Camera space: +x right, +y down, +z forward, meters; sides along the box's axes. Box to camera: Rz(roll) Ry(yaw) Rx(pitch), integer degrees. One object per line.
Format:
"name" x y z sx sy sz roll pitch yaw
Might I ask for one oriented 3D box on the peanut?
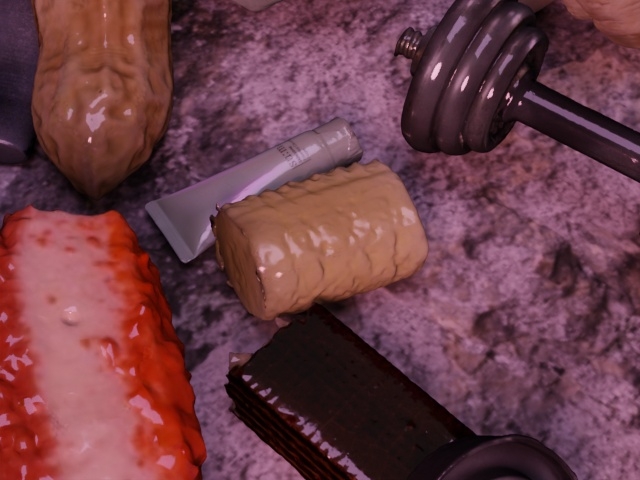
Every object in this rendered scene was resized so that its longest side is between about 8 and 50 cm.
"peanut" -0.206 -0.191 1.241 0.140 0.153 0.325 2 64 -15

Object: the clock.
"clock" 0.123 0.234 0.976 0.184 0.185 0.040 -40 22 -26

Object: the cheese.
"cheese" 0.000 0.000 1.168 0.167 0.094 0.123 -18 48 -20

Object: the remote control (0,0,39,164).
"remote control" -0.299 -0.239 1.342 0.107 0.044 0.378 12 56 -3

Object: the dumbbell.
"dumbbell" 0.247 -0.096 1.197 0.406 0.179 0.179 29 58 16

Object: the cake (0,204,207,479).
"cake" -0.251 0.158 0.934 0.319 0.269 0.270 -9 56 -12

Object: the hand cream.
"hand cream" -0.058 -0.052 1.227 0.204 0.050 0.078 -29 61 -17

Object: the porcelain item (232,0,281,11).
"porcelain item" -0.073 -0.381 1.286 0.286 0.281 0.157 41 58 -24

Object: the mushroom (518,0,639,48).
"mushroom" 0.265 -0.298 1.341 0.254 0.234 0.260 56 23 -2

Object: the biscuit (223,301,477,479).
"biscuit" 0.037 0.159 1.071 0.252 0.070 0.106 38 61 20
